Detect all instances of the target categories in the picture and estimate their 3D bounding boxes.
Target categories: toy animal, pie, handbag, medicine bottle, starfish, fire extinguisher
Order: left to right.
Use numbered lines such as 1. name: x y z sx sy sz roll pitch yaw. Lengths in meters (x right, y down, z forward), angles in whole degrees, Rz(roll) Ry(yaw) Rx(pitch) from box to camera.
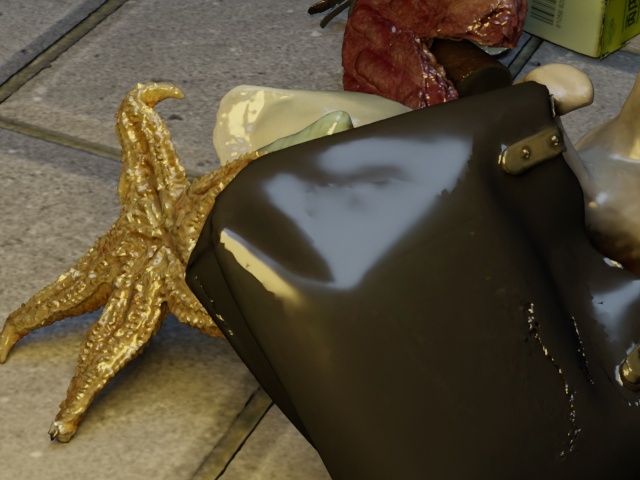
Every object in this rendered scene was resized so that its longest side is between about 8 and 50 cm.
1. starfish: -0.122 0.026 1.310 0.060 0.302 0.299 33 16 -50
2. fire extinguisher: 0.087 -0.204 1.774 0.089 0.072 0.267 -37 45 -8
3. pie: 0.108 -0.203 1.671 0.054 0.219 0.204 23 29 -43
4. handbag: 0.099 0.062 1.145 0.288 0.342 0.152 -30 0 -19
5. medicine bottle: 0.324 -0.321 1.899 0.141 0.137 0.250 28 42 30
6. toy animal: 0.274 0.037 1.317 0.194 0.303 0.344 -27 69 -30

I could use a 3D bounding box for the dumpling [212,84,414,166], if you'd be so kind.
1. dumpling: 0.016 -0.063 1.528 0.229 0.124 0.151 5 72 -11

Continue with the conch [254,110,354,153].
1. conch: -0.003 -0.002 1.363 0.386 0.203 0.169 11 -4 19

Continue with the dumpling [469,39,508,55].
1. dumpling: 0.173 -0.221 1.833 0.052 0.057 0.076 -24 -3 26
